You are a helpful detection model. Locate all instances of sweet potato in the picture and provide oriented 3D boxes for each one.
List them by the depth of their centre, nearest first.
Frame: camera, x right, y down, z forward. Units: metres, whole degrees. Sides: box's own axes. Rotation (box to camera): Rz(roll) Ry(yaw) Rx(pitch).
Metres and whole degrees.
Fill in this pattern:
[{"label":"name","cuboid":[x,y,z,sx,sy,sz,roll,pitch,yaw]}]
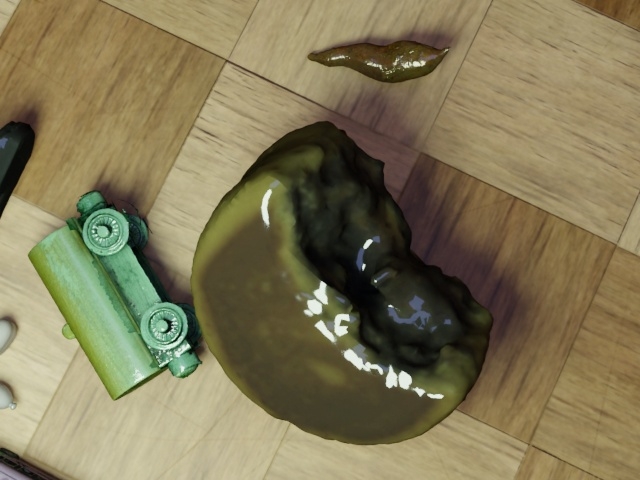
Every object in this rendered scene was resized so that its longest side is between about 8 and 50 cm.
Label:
[{"label":"sweet potato","cuboid":[0.092,-0.274,1.542,0.226,0.068,0.068,2,81,17]}]

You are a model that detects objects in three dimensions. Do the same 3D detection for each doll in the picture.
[{"label":"doll","cuboid":[-0.508,0.185,1.449,0.161,0.059,0.160,14,81,0]}]

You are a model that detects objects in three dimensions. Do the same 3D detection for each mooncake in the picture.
[{"label":"mooncake","cuboid":[0.033,0.052,1.339,0.393,0.246,0.394,7,115,17]}]

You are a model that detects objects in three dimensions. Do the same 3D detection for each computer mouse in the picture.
[{"label":"computer mouse","cuboid":[-0.506,-0.060,1.446,0.086,0.137,0.269,26,83,-7]}]

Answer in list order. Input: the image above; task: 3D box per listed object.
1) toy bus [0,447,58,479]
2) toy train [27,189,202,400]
[{"label":"toy bus","cuboid":[-0.417,0.367,1.400,0.199,0.108,0.096,27,81,2]},{"label":"toy train","cuboid":[-0.297,0.081,1.438,0.189,0.126,0.307,-31,84,-6]}]
